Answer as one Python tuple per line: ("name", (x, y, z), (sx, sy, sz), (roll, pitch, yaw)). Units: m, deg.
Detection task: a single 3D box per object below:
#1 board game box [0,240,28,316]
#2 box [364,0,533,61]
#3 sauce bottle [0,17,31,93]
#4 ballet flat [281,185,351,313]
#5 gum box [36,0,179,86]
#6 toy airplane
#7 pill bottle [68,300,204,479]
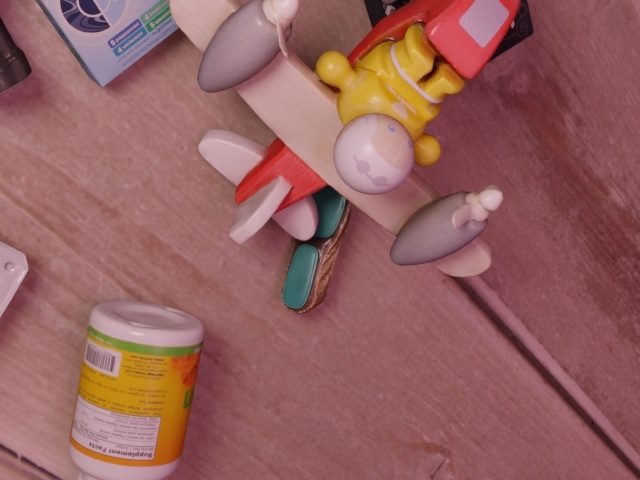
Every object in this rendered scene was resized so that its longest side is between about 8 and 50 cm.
("board game box", (-0.552, 0.096, 0.931), (0.390, 0.050, 0.390), (34, 83, -37))
("box", (0.147, -0.363, 1.235), (0.165, 0.143, 0.270), (-33, 121, -21))
("sauce bottle", (-0.384, -0.297, 0.895), (0.111, 0.111, 0.344), (-36, 120, -22))
("ballet flat", (0.000, 0.000, 1.299), (0.067, 0.073, 0.206), (11, 101, -65))
("gum box", (-0.228, -0.284, 1.023), (0.157, 0.041, 0.184), (-41, 136, -12))
("toy airplane", (0.028, -0.120, 1.087), (0.386, 0.272, 0.384), (-1, 117, -4))
("pill bottle", (-0.226, 0.206, 1.142), (0.136, 0.136, 0.245), (5, 101, -37))
